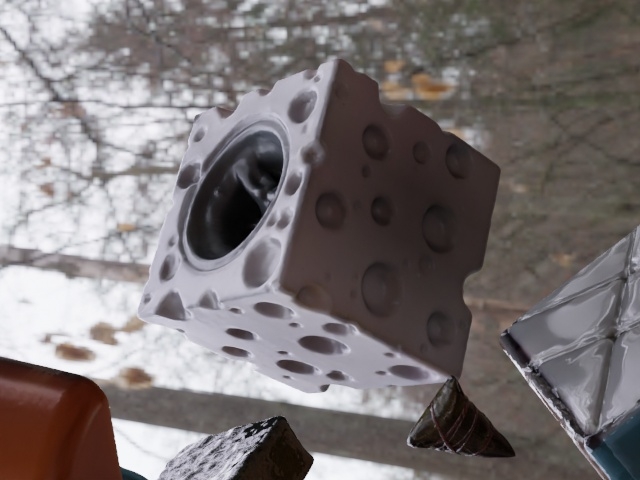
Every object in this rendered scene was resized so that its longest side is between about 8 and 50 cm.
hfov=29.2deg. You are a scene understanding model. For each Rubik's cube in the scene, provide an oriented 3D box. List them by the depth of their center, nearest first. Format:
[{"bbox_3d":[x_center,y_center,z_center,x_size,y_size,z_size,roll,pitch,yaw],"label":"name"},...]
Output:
[{"bbox_3d":[0.302,0.115,0.885,0.224,0.231,0.221,50,-176,-15],"label":"Rubik's cube"}]

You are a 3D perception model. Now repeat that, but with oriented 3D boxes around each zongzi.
[{"bbox_3d":[0.114,0.158,1.029,0.083,0.073,0.067,33,-99,-14],"label":"zongzi"}]

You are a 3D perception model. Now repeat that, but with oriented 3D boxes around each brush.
[{"bbox_3d":[-0.094,0.210,0.931,0.059,0.123,0.197,60,-149,-9],"label":"brush"}]

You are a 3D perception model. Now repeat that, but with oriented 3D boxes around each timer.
[{"bbox_3d":[-0.332,0.226,1.214,0.161,0.257,0.250,-45,-38,-62],"label":"timer"}]

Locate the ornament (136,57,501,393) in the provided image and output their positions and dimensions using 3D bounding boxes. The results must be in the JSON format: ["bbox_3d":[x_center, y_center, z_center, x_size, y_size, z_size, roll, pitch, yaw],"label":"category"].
[{"bbox_3d":[0.000,0.000,1.237,0.240,0.240,0.239,30,-116,-32],"label":"ornament"}]

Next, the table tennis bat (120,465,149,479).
[{"bbox_3d":[-0.230,0.275,1.351,0.033,0.124,0.201,-56,-46,-67],"label":"table tennis bat"}]
